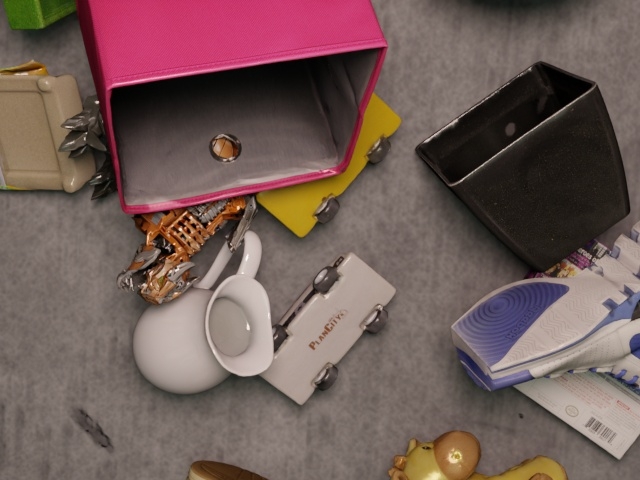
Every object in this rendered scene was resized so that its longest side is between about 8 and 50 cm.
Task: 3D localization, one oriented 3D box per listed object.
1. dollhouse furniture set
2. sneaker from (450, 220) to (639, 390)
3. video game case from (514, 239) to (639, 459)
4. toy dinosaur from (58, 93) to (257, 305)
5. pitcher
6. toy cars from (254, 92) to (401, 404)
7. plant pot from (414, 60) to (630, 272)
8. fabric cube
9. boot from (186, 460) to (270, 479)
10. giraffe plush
[{"bbox_3d":[-0.370,-0.218,1.167,0.198,0.151,0.301,3,120,15],"label":"dollhouse furniture set"},{"bbox_3d":[0.322,0.113,1.088,0.316,0.127,0.182,-25,123,-4],"label":"sneaker"},{"bbox_3d":[0.340,0.125,1.209,0.232,0.042,0.210,34,96,-3],"label":"video game case"},{"bbox_3d":[-0.164,-0.084,1.129,0.218,0.322,0.164,17,138,11],"label":"toy dinosaur"},{"bbox_3d":[-0.134,0.088,1.141,0.125,0.207,0.177,22,64,-28],"label":"pitcher"},{"bbox_3d":[0.000,0.000,1.179,0.177,0.087,0.393,-2,101,-14],"label":"toy cars"},{"bbox_3d":[0.248,-0.078,1.125,0.188,0.187,0.167,-36,109,5],"label":"plant pot"},{"bbox_3d":[-0.108,-0.211,0.977,0.254,0.259,0.258,-12,68,-14],"label":"fabric cube"},{"bbox_3d":[-0.088,0.414,1.228,0.262,0.095,0.203,29,98,-7],"label":"boot"},{"bbox_3d":[0.173,0.305,1.178,0.170,0.181,0.210,45,78,7],"label":"giraffe plush"}]
